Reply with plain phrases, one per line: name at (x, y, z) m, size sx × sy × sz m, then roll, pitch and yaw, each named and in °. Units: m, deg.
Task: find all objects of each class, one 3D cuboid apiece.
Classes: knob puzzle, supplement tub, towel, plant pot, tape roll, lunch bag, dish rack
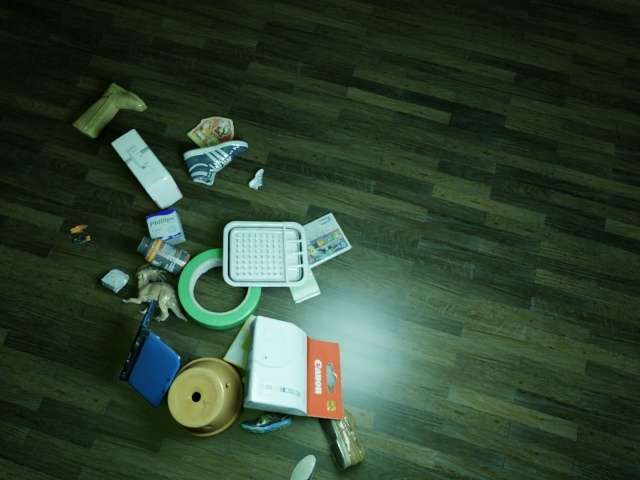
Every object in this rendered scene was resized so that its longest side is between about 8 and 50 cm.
knob puzzle at (-0.483, -0.495, 2.124) m, size 0.213 × 0.030 × 0.213 m, roll 0°, pitch 73°, yaw 0°
supplement tub at (-0.636, 0.057, 1.876) m, size 0.198 × 0.106 × 0.106 m, roll 31°, pitch 73°, yaw -21°
towel at (-0.078, 0.173, 1.925) m, size 0.113 × 0.023 × 0.152 m, roll -21°, pitch 72°, yaw -9°
plant pot at (-0.433, 0.571, 1.705) m, size 0.290 × 0.203 × 0.291 m, roll 0°, pitch 72°, yaw 0°
tape roll at (-0.399, 0.192, 1.857) m, size 0.321 × 0.077 × 0.321 m, roll 3°, pitch 65°, yaw -7°
lunch bag at (-0.841, 0.162, 1.909) m, size 0.071 × 0.053 × 0.083 m, roll 25°, pitch 49°, yaw 8°
dish rack at (-0.223, 0.062, 1.868) m, size 0.332 × 0.072 × 0.286 m, roll 1°, pitch 64°, yaw -13°

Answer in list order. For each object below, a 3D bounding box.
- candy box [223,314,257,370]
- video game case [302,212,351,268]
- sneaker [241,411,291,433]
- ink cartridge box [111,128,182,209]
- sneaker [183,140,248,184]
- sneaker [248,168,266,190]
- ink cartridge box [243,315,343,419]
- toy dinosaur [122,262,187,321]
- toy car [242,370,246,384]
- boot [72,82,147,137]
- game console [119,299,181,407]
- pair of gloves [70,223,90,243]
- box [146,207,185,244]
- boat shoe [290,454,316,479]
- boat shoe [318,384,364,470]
candy box at (-0.281, 0.396, 1.815) m, size 0.105 × 0.027 × 0.206 m, roll 16°, pitch 59°, yaw 25°
video game case at (0.000, 0.000, 1.966) m, size 0.201 × 0.023 × 0.183 m, roll -26°, pitch 68°, yaw -8°
sneaker at (-0.203, 0.679, 1.752) m, size 0.188 × 0.067 × 0.078 m, roll -12°, pitch 52°, yaw -2°
ink cartridge box at (-0.732, -0.298, 1.970) m, size 0.117 × 0.207 × 0.283 m, roll -37°, pitch 76°, yaw -12°
sneaker at (-0.446, -0.338, 2.038) m, size 0.282 × 0.099 × 0.153 m, roll -14°, pitch 80°, yaw -7°
sneaker at (-0.263, -0.262, 2.050) m, size 0.069 × 0.038 × 0.098 m, roll 33°, pitch 85°, yaw 8°
ink cartridge box at (-0.076, 0.462, 1.673) m, size 0.384 × 0.091 × 0.308 m, roll 16°, pitch 49°, yaw -21°
toy dinosaur at (-0.647, 0.207, 1.864) m, size 0.295 × 0.127 × 0.200 m, roll 26°, pitch 68°, yaw 2°
toy car at (-0.186, 0.536, 1.753) m, size 0.149 × 0.155 × 0.188 m, roll -44°, pitch 90°, yaw -12°
boot at (-0.959, -0.569, 2.122) m, size 0.236 × 0.089 × 0.270 m, roll 29°, pitch 75°, yaw 19°
game console at (-0.610, 0.414, 1.709) m, size 0.173 × 0.293 × 0.250 m, roll 23°, pitch 29°, yaw -17°
pair of gloves at (-1.027, -0.026, 1.989) m, size 0.074 × 0.010 × 0.083 m, roll -18°, pitch 76°, yaw -7°
box at (-0.655, -0.049, 1.964) m, size 0.126 × 0.072 × 0.137 m, roll -18°, pitch 73°, yaw -6°
boat shoe at (-0.069, 0.889, 1.693) m, size 0.065 × 0.075 × 0.206 m, roll 45°, pitch 66°, yaw -32°
boat shoe at (0.070, 0.683, 1.732) m, size 0.104 × 0.111 × 0.307 m, roll -6°, pitch 65°, yaw -29°
